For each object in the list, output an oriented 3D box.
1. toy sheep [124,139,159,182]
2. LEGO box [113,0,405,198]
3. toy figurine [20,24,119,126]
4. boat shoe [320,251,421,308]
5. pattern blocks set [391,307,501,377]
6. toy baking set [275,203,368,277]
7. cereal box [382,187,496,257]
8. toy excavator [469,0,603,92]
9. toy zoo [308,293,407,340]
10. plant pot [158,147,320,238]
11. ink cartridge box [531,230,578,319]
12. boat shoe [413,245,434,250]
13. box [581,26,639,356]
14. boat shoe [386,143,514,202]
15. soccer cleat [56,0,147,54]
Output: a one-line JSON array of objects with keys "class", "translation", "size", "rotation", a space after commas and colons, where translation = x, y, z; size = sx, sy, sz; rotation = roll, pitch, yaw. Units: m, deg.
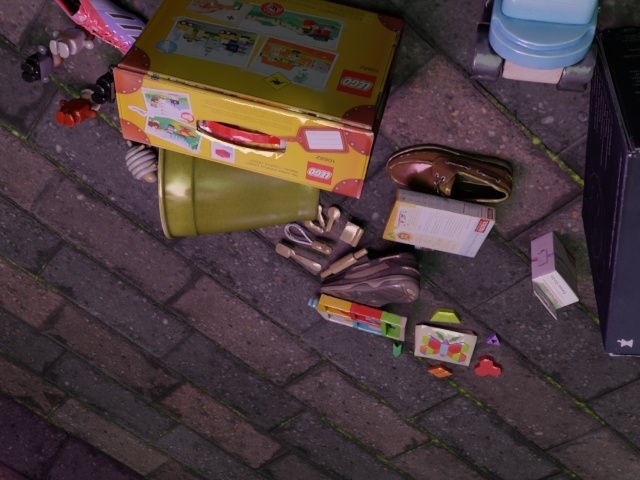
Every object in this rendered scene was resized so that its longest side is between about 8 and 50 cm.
[{"class": "toy sheep", "translation": [-0.475, -0.212, 1.863], "size": [0.091, 0.091, 0.132], "rotation": [-31, 86, 34]}, {"class": "LEGO box", "translation": [-0.108, -0.336, 1.449], "size": [0.500, 0.372, 0.193], "rotation": [15, 142, 4]}, {"class": "toy figurine", "translation": [-0.586, -0.407, 1.699], "size": [0.213, 0.148, 0.209], "rotation": [-25, 113, 34]}, {"class": "boat shoe", "translation": [0.144, 0.104, 1.923], "size": [0.132, 0.130, 0.355], "rotation": [34, 153, -34]}, {"class": "pattern blocks set", "translation": [0.372, 0.314, 2.096], "size": [0.325, 0.026, 0.285], "rotation": [-1, 128, 17]}, {"class": "toy baking set", "translation": [0.005, 0.005, 1.919], "size": [0.256, 0.030, 0.197], "rotation": [-36, 94, 30]}, {"class": "cereal box", "translation": [0.285, -0.040, 1.706], "size": [0.240, 0.047, 0.173], "rotation": [12, 148, -2]}, {"class": "toy excavator", "translation": [0.420, -0.541, 1.221], "size": [0.222, 0.433, 0.445], "rotation": [10, 159, 8]}, {"class": "toy zoo", "translation": [0.104, 0.219, 2.018], "size": [0.293, 0.030, 0.192], "rotation": [15, 162, 11]}, {"class": "plant pot", "translation": [-0.173, -0.175, 1.661], "size": [0.353, 0.366, 0.366], "rotation": [4, 130, -2]}, {"class": "ink cartridge box", "translation": [0.580, 0.086, 1.733], "size": [0.067, 0.198, 0.115], "rotation": [-29, 116, 33]}, {"class": "boat shoe", "translation": [0.300, -0.039, 1.805], "size": [0.066, 0.066, 0.183], "rotation": [17, 141, -5]}, {"class": "box", "translation": [0.692, -0.103, 1.365], "size": [0.297, 0.472, 0.480], "rotation": [0, 129, 16]}, {"class": "boat shoe", "translation": [0.305, -0.154, 1.674], "size": [0.307, 0.104, 0.110], "rotation": [4, 131, 13]}, {"class": "soccer cleat", "translation": [-0.503, -0.505, 1.603], "size": [0.108, 0.116, 0.318], "rotation": [-32, 114, 34]}]
